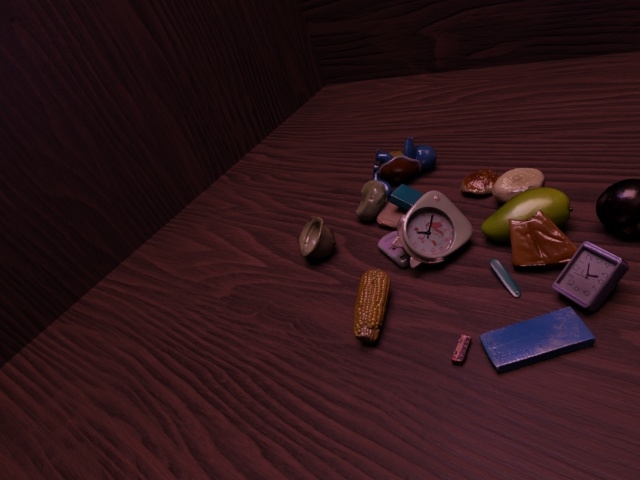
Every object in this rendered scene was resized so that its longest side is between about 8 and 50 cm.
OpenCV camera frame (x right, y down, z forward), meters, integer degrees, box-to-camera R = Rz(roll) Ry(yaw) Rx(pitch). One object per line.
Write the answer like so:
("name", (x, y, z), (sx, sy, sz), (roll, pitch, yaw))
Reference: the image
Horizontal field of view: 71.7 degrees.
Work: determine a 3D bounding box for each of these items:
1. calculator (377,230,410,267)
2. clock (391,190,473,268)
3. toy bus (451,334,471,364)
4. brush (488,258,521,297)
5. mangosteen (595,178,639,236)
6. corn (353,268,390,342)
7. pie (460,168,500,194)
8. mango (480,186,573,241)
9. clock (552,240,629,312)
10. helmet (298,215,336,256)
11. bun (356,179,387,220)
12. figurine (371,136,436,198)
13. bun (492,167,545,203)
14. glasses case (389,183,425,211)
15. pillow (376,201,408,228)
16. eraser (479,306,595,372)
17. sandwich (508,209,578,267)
("calculator", (0.361, 0.037, 1.980), (0.141, 0.045, 0.246), (-31, 37, -9))
("clock", (0.449, -0.031, 1.861), (0.324, 0.265, 0.109), (-38, -7, -13))
("toy bus", (0.476, 0.369, 1.495), (0.043, 0.031, 0.110), (12, 48, 31))
("brush", (0.693, 0.144, 1.667), (0.043, 0.032, 0.194), (-19, 47, -1))
("mangosteen", (1.133, -0.101, 1.597), (0.211, 0.211, 0.250), (-26, 65, -3))
("corn", (0.201, 0.244, 1.735), (0.130, 0.130, 0.347), (-7, 42, 22))
("pie", (0.768, -0.272, 2.119), (0.193, 0.079, 0.163), (-15, 41, 9))
("mango", (0.819, -0.098, 1.784), (0.342, 0.156, 0.193), (-21, 57, 14))
("clock", (0.886, 0.117, 1.463), (0.194, 0.073, 0.144), (-60, 37, 11))
("helmet", (0.002, 0.000, 2.161), (0.204, 0.137, 0.258), (-60, 23, 16))
("bun", (0.267, -0.198, 2.251), (0.204, 0.126, 0.213), (-119, 51, -74))
("figurine", (0.414, -0.410, 2.385), (0.416, 0.298, 0.243), (-35, 68, -9))
("bun", (0.866, -0.218, 1.941), (0.220, 0.134, 0.221), (-21, 30, 13))
("glasses case", (0.475, -0.153, 2.052), (0.300, 0.070, 0.117), (30, 51, 25))
("pillow", (0.402, -0.114, 2.133), (0.270, 0.067, 0.173), (16, 53, 41))
("eraser", (0.687, 0.319, 1.425), (0.311, 0.043, 0.144), (-20, 36, 6))
("sandwich", (0.834, -0.009, 1.641), (0.244, 0.063, 0.212), (-5, 81, 25))
